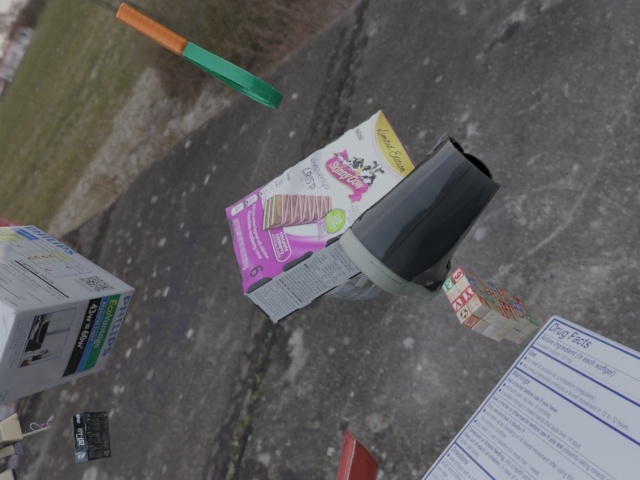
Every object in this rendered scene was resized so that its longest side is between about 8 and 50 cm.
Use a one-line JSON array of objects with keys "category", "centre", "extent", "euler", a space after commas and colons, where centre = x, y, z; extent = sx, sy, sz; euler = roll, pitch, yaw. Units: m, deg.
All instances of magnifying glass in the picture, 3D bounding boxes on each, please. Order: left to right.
[{"category": "magnifying glass", "centre": [-0.152, -0.235, 0.870], "extent": [0.026, 0.231, 0.092], "euler": [-63, 12, 3]}]

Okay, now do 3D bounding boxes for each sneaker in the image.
[{"category": "sneaker", "centre": [0.102, -0.015, 0.573], "extent": [0.118, 0.083, 0.222], "euler": [-46, -12, 12]}]

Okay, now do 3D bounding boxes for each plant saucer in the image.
[{"category": "plant saucer", "centre": [0.043, 0.439, 1.061], "extent": [0.258, 0.047, 0.259], "euler": [92, -169, -78]}]

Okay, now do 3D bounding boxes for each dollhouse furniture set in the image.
[{"category": "dollhouse furniture set", "centre": [-0.358, 0.249, 0.839], "extent": [0.114, 0.081, 0.091], "euler": [-29, 76, 51]}]

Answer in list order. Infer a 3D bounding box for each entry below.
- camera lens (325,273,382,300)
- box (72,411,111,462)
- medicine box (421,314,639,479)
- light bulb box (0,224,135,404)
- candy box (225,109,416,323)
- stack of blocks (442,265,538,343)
[{"category": "camera lens", "centre": [0.000, 0.000, 1.392], "extent": [0.219, 0.274, 0.219], "euler": [-27, 55, 47]}, {"category": "box", "centre": [-0.323, 0.277, 0.956], "extent": [0.083, 0.018, 0.067], "euler": [70, -171, -76]}, {"category": "medicine box", "centre": [0.270, 0.256, 0.677], "extent": [0.289, 0.149, 0.263], "euler": [-50, 20, -3]}, {"category": "light bulb box", "centre": [-0.674, 0.141, 1.463], "extent": [0.225, 0.357, 0.361], "euler": [-66, -19, 12]}, {"category": "candy box", "centre": [0.010, -0.030, 0.792], "extent": [0.233, 0.071, 0.159], "euler": [-31, 42, 10]}, {"category": "stack of blocks", "centre": [0.519, 0.212, 2.032], "extent": [0.087, 0.297, 0.171], "euler": [-49, 34, 23]}]
